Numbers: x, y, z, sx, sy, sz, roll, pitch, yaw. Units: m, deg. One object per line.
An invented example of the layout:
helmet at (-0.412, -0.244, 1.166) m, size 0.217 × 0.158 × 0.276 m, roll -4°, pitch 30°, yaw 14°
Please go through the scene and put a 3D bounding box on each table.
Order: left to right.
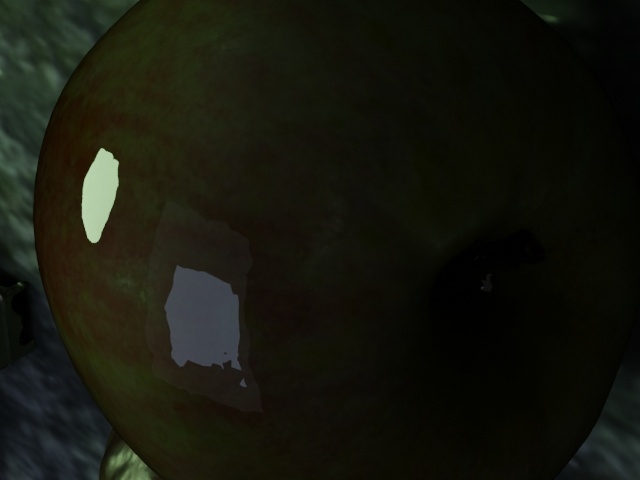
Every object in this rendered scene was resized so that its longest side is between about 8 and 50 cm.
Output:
table at (-0.254, 0.057, 1.088) m, size 0.079 × 0.083 × 0.062 m, roll 23°, pitch 128°, yaw 34°

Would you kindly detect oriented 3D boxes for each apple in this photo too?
apple at (0.000, 0.000, 0.674) m, size 0.234 × 0.257 × 0.256 m, roll 13°, pitch 121°, yaw 46°

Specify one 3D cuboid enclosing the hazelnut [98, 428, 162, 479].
hazelnut at (-0.021, 0.151, 0.838) m, size 0.210 × 0.186 × 0.210 m, roll 25°, pitch 121°, yaw 53°
